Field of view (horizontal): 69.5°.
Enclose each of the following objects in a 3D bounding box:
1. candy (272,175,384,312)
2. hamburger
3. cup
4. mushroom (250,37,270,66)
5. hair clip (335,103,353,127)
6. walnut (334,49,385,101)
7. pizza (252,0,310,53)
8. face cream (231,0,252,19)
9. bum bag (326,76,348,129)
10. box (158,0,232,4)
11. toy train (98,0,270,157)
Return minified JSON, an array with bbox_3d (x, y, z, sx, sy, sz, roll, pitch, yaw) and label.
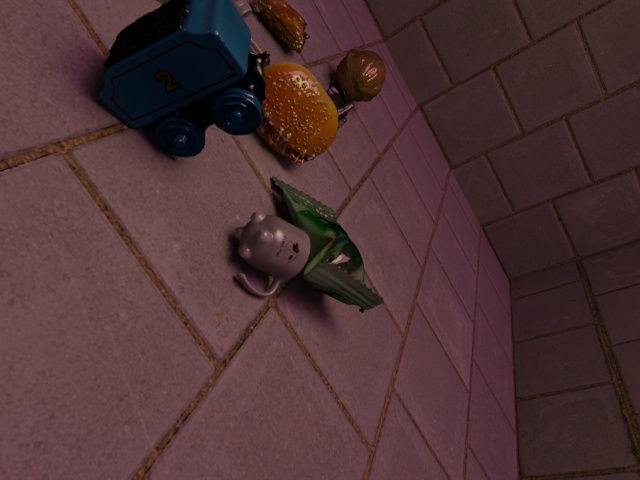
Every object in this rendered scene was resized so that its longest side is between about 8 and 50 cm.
[{"bbox_3d":[0.005,-0.004,1.266,0.263,0.172,0.398,38,27,-46],"label":"candy"},{"bbox_3d":[-0.080,-0.367,1.333,0.295,0.227,0.151,45,12,-27],"label":"hamburger"},{"bbox_3d":[-0.131,0.024,1.077,0.142,0.173,0.134,29,14,-44],"label":"cup"},{"bbox_3d":[-0.249,-0.701,1.488,0.306,0.043,0.068,62,17,-5],"label":"mushroom"},{"bbox_3d":[-0.011,-0.406,1.585,0.358,0.095,0.110,-38,129,-41],"label":"hair clip"},{"bbox_3d":[0.172,-0.711,1.993,0.225,0.225,0.261,53,36,-21],"label":"walnut"},{"bbox_3d":[-0.132,-0.783,1.689,0.229,0.081,0.289,61,30,5],"label":"pizza"},{"bbox_3d":[-0.295,-0.776,1.419,0.198,0.057,0.084,52,57,-12],"label":"face cream"},{"bbox_3d":[0.044,-0.502,1.774,0.137,0.074,0.310,49,47,-29],"label":"bum bag"},{"bbox_3d":[-0.346,-0.680,1.263,0.225,0.086,0.129,7,63,-58],"label":"box"},{"bbox_3d":[-0.259,-0.330,0.926,0.265,0.300,0.188,49,31,-47],"label":"toy train"}]
